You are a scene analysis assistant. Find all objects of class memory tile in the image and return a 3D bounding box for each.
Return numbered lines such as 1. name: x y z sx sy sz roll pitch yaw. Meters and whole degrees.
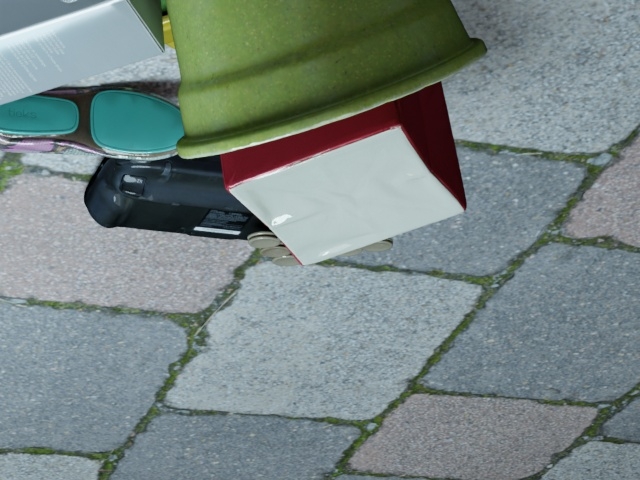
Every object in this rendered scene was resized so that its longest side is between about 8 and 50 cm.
1. memory tile: 0.000 0.000 2.111 0.148 0.012 0.113 -9 161 20

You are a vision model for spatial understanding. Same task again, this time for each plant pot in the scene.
1. plant pot: -0.031 -0.232 1.556 0.276 0.254 0.276 -19 -170 4

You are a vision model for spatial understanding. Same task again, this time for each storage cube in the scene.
1. storage cube: 0.014 -0.117 1.855 0.215 0.193 0.183 -20 147 16

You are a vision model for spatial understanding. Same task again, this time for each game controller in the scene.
1. game controller: -0.097 -0.049 2.081 0.319 0.067 0.166 7 160 -22

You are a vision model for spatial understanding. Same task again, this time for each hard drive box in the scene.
1. hard drive box: -0.262 -0.222 1.632 0.232 0.181 0.089 -16 146 12

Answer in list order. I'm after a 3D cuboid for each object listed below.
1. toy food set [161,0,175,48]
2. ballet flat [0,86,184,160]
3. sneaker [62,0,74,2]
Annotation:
1. toy food set: -0.098 -0.235 1.768 0.218 0.071 0.128 -16 172 16
2. ballet flat: -0.241 -0.116 1.924 0.221 0.077 0.079 2 166 -8
3. sneaker: -0.282 -0.279 1.503 0.366 0.210 0.137 -26 144 27
